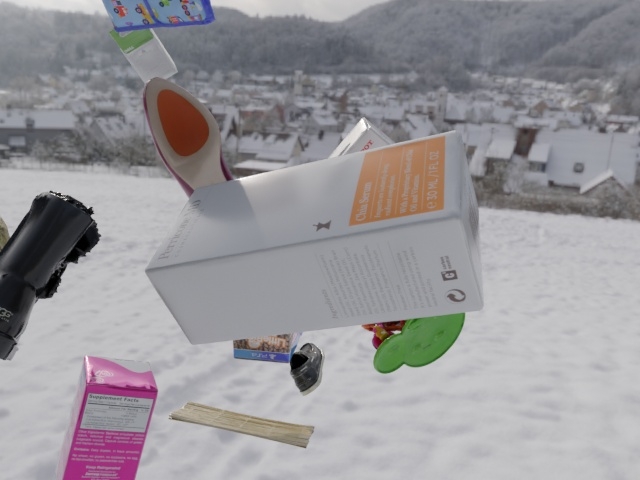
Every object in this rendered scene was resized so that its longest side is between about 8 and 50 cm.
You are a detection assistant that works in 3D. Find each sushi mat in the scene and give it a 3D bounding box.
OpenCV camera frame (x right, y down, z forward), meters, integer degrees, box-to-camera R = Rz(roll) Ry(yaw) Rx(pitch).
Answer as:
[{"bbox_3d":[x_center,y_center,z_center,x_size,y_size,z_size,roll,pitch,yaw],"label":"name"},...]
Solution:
[{"bbox_3d":[-0.174,0.416,1.353,0.316,0.019,0.151,11,-2,4],"label":"sushi mat"}]

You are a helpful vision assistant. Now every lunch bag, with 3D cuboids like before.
[{"bbox_3d":[-0.361,-0.590,1.311,0.293,0.221,0.138,12,49,30],"label":"lunch bag"}]

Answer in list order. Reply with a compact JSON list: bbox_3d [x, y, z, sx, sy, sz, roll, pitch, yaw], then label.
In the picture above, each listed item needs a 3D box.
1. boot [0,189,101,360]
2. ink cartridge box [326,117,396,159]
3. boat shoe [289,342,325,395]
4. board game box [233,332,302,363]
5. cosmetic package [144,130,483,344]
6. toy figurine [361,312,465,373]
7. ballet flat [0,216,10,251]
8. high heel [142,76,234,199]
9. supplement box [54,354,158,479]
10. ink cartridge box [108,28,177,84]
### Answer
[{"bbox_3d":[-0.380,0.045,0.770,0.094,0.207,0.246,36,-24,-22],"label":"boot"},{"bbox_3d":[0.139,-0.151,1.428,0.237,0.172,0.100,35,20,-21],"label":"ink cartridge box"},{"bbox_3d":[-0.041,0.319,1.575,0.084,0.079,0.233,-40,10,9],"label":"boat shoe"},{"bbox_3d":[-0.121,0.117,1.480,0.140,0.291,0.232,3,17,9],"label":"board game box"},{"bbox_3d":[0.000,0.000,0.893,0.452,0.162,0.230,-11,35,19],"label":"cosmetic package"},{"bbox_3d":[0.112,0.113,0.948,0.173,0.130,0.159,-26,39,-20],"label":"toy figurine"},{"bbox_3d":[-0.622,0.030,1.069,0.123,0.123,0.349,-9,52,-40],"label":"ballet flat"},{"bbox_3d":[-0.247,-0.138,1.179,0.127,0.378,0.181,-34,20,-21],"label":"high heel"},{"bbox_3d":[-0.343,0.310,0.949,0.113,0.220,0.111,14,7,-25],"label":"supplement box"},{"bbox_3d":[-0.536,-0.579,1.802,0.108,0.209,0.062,-30,44,2],"label":"ink cartridge box"}]
